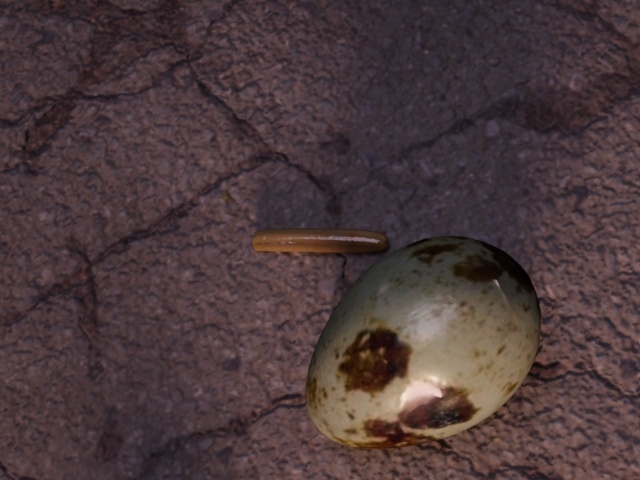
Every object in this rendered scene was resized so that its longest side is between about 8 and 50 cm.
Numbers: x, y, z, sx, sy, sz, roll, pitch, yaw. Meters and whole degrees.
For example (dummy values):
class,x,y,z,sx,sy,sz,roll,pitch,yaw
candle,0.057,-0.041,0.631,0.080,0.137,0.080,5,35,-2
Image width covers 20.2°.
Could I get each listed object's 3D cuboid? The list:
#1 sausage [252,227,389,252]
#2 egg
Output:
class,x,y,z,sx,sy,sz,roll,pitch,yaw
sausage,0.000,0.000,1.724,0.132,0.024,0.024,0,68,14
egg,0.087,0.095,1.586,0.231,0.169,0.169,-36,64,9
